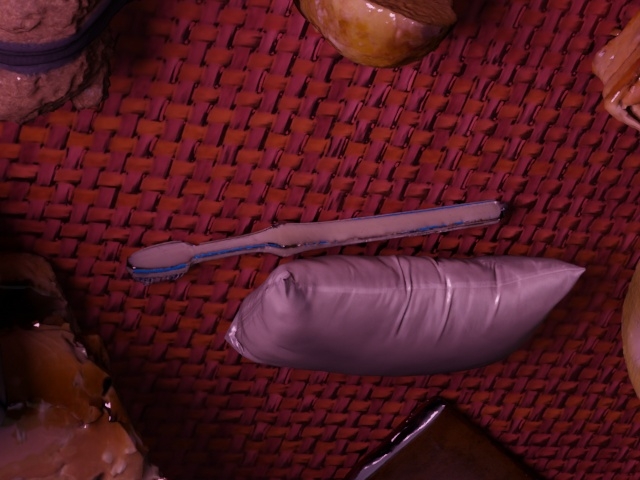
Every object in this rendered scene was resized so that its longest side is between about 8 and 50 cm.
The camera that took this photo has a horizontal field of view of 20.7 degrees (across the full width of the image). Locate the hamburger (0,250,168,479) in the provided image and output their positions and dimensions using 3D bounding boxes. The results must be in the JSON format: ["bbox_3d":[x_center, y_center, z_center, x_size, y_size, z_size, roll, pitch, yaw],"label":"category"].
[{"bbox_3d":[-0.248,0.179,1.232,0.276,0.195,0.318,-22,135,-6],"label":"hamburger"}]

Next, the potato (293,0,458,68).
[{"bbox_3d":[0.035,-0.141,1.130,0.096,0.103,0.066,5,123,-24],"label":"potato"}]

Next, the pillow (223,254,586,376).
[{"bbox_3d":[0.064,0.052,1.312,0.254,0.078,0.144,1,151,-22],"label":"pillow"}]

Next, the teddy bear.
[{"bbox_3d":[-0.165,-0.160,0.983,0.182,0.129,0.251,-2,132,-10],"label":"teddy bear"}]

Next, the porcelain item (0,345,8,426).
[{"bbox_3d":[-0.309,0.003,0.995,0.157,0.281,0.286,-30,131,8],"label":"porcelain item"}]

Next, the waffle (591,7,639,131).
[{"bbox_3d":[0.365,-0.163,1.213,0.213,0.091,0.308,34,112,-18],"label":"waffle"}]

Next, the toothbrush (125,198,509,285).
[{"bbox_3d":[0.001,-0.003,1.287,0.294,0.026,0.028,-10,150,-13],"label":"toothbrush"}]

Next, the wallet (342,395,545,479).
[{"bbox_3d":[0.125,0.232,1.534,0.137,0.031,0.255,-39,131,13],"label":"wallet"}]

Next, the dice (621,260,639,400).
[{"bbox_3d":[0.354,0.074,1.396,0.169,0.166,0.169,-2,130,-21],"label":"dice"}]
